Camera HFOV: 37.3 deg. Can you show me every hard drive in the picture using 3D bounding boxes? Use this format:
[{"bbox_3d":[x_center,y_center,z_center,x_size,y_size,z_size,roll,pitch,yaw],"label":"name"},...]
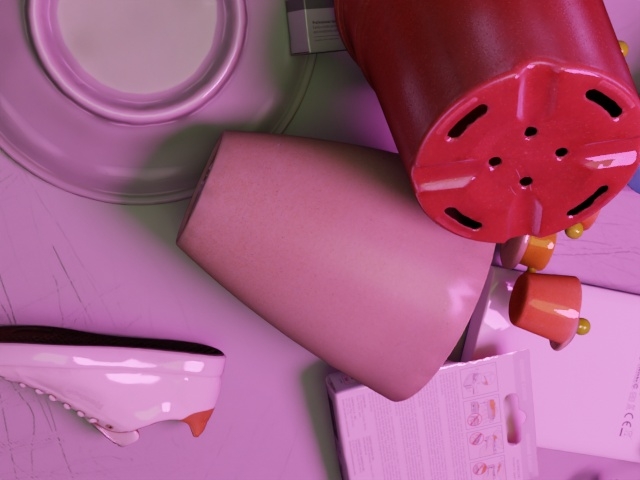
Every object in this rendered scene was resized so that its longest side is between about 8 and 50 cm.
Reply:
[{"bbox_3d":[0.330,0.161,1.183,0.319,0.040,0.210,11,97,-14],"label":"hard drive"}]

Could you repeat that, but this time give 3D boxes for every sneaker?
[{"bbox_3d":[-0.252,0.164,1.025,0.290,0.106,0.123,9,95,-15],"label":"sneaker"}]

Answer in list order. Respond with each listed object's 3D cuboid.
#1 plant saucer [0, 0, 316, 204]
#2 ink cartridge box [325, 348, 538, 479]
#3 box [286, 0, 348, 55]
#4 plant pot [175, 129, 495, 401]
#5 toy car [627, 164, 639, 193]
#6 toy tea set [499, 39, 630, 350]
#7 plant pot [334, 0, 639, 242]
[{"bbox_3d":[-0.189,-0.230,0.980,0.400,0.100,0.400,-2,99,-11],"label":"plant saucer"},{"bbox_3d":[0.133,0.222,1.123,0.232,0.066,0.189,-14,113,-11],"label":"ink cartridge box"},{"bbox_3d":[0.024,-0.298,1.017,0.145,0.038,0.186,-13,102,-37],"label":"box"},{"bbox_3d":[0.000,0.000,0.983,0.274,0.256,0.256,23,94,-12],"label":"plant pot"},{"bbox_3d":[0.497,-0.176,1.112,0.210,0.219,0.238,19,66,-14],"label":"toy car"},{"bbox_3d":[0.294,-0.044,1.058,0.124,0.200,0.336,13,93,-5],"label":"toy tea set"},{"bbox_3d":[0.162,-0.157,0.882,0.272,0.265,0.272,-4,138,-4],"label":"plant pot"}]
